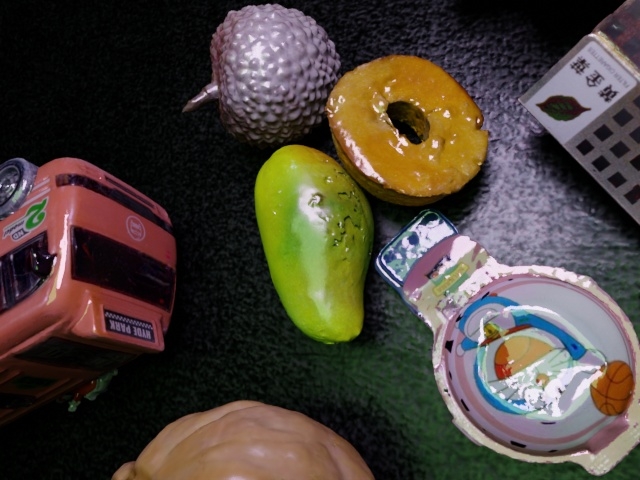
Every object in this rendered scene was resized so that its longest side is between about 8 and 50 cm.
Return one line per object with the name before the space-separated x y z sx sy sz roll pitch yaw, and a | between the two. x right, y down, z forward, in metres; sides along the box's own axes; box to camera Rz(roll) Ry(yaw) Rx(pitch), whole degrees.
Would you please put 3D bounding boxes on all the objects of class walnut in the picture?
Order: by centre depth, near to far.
walnut | -0.073 0.290 0.433 0.296 0.285 0.285 -42 65 -15

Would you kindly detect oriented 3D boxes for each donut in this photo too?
donut | 0.090 -0.113 0.556 0.162 0.065 0.178 -15 70 -12

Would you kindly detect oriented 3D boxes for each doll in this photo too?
doll | -0.305 0.187 0.672 0.114 0.039 0.057 -19 47 21

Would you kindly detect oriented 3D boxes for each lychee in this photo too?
lychee | -0.068 -0.191 0.604 0.198 0.165 0.165 -11 70 -17

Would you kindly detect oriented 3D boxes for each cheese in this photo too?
cheese | 0.173 0.087 0.493 0.189 0.074 0.286 -44 65 4

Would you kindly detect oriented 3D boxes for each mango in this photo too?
mango | 0.000 0.000 0.562 0.126 0.111 0.232 -26 67 20

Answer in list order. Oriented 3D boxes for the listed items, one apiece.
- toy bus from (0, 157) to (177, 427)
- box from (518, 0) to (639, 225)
toy bus | -0.387 0.095 0.620 0.427 0.203 0.232 -28 61 13
box | 0.345 -0.165 0.395 0.180 0.047 0.325 50 129 7
